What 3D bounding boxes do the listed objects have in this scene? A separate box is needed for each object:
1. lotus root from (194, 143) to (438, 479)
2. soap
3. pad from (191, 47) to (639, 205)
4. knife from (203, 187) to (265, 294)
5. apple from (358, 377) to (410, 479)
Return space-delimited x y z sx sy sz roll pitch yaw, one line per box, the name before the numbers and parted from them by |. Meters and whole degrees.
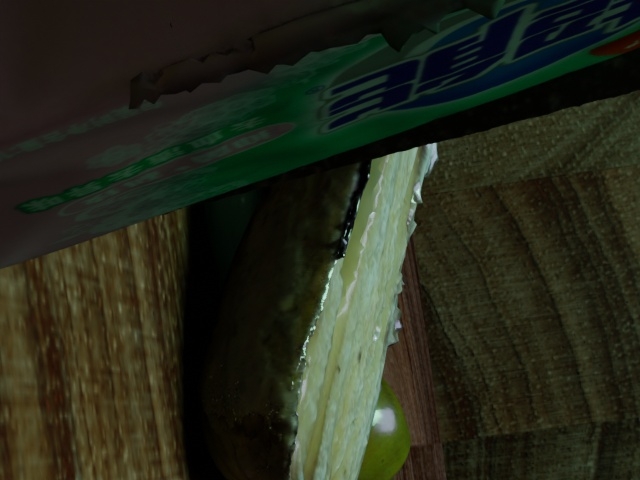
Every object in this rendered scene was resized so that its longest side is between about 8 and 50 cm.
lotus root | 0.000 -0.001 1.021 0.167 0.078 0.329 83 19 -53
soap | -0.002 -0.077 0.516 0.218 0.273 0.098 26 45 -83
pad | -0.014 -0.163 0.680 0.004 0.220 0.330 52 28 -58
knife | -0.037 0.085 1.032 0.063 0.035 0.260 44 42 -70
apple | 0.012 0.115 1.221 0.089 0.074 0.089 156 -90 -82
